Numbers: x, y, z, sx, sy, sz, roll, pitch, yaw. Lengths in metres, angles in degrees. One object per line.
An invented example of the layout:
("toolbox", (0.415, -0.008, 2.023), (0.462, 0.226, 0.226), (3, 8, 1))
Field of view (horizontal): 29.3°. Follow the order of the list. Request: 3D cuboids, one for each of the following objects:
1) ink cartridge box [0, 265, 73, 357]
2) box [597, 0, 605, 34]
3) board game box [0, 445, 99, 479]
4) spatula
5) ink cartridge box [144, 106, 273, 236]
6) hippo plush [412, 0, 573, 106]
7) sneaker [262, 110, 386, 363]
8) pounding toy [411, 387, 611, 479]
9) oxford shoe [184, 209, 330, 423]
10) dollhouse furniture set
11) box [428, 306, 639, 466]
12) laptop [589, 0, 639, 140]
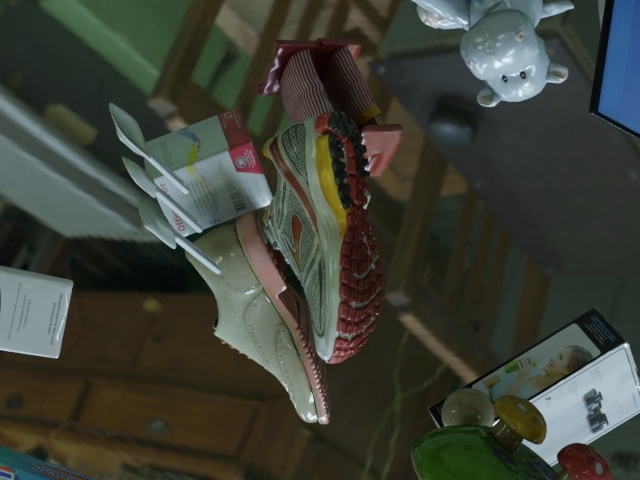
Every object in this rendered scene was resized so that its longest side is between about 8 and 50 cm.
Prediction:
("ink cartridge box", (-0.439, 0.072, 1.492), (0.237, 0.100, 0.172), (12, 175, -21))
("box", (0.475, -0.292, 1.681), (0.170, 0.091, 0.130), (-10, 136, 6))
("board game box", (-0.271, 0.312, 1.233), (0.210, 0.160, 0.047), (18, -174, 5))
("spatula", (-0.180, -0.053, 1.450), (0.019, 0.168, 0.242), (-27, 158, 8))
("ink cartridge box", (-0.185, -0.110, 1.997), (0.176, 0.127, 0.128), (-21, 126, -2))
("hippo plush", (0.270, -0.333, 1.989), (0.234, 0.237, 0.294), (-13, 153, 23))
("sneaker", (0.000, 0.000, 1.121), (0.092, 0.225, 0.088), (-8, 176, 29))
("pounding toy", (0.189, 0.198, 1.108), (0.183, 0.110, 0.237), (38, -166, 3))
("oxford shoe", (-0.093, 0.143, 2.016), (0.146, 0.140, 0.397), (-20, 110, 6))
("dollhouse furniture set", (-0.022, -0.120, 1.961), (0.152, 0.201, 0.374), (-7, 144, -26))
("box", (0.319, 0.243, 1.783), (0.169, 0.290, 0.087), (60, 178, -42))
("laptop", (0.469, -0.221, 1.443), (0.264, 0.234, 0.136), (7, 166, 18))
